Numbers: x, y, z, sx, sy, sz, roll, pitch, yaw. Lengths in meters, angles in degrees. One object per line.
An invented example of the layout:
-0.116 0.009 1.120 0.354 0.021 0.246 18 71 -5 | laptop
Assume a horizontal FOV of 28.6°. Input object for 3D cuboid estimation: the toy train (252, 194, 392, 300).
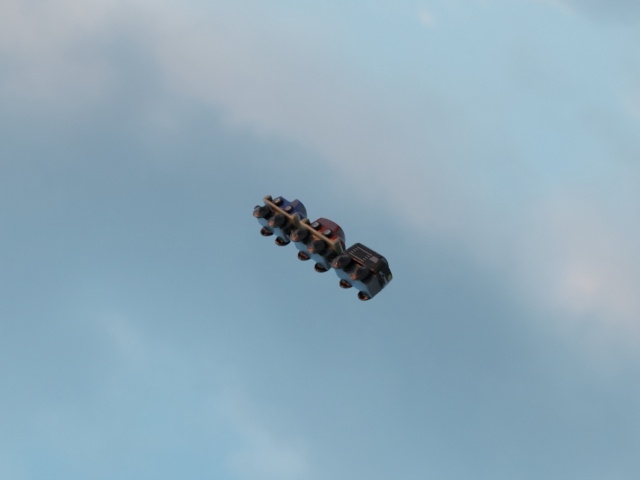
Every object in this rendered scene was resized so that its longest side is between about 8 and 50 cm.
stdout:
0.000 0.000 0.910 0.036 0.027 0.158 -36 -143 -18 | toy train
